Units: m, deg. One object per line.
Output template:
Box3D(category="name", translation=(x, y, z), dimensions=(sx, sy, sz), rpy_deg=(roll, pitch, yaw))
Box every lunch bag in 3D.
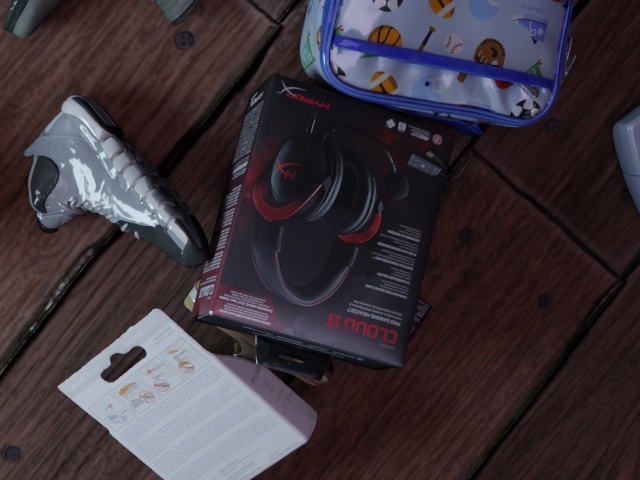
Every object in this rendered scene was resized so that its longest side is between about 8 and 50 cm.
Box3D(category="lunch bag", translation=(0.137, -0.243, 1.198), dimensions=(0.303, 0.115, 0.243), rpy_deg=(8, 96, -19))

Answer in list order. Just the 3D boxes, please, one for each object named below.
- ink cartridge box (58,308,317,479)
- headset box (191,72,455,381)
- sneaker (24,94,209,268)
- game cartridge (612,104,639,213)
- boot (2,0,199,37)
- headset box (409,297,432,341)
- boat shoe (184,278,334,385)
Box3D(category="ink cartridge box", translation=(-0.145, 0.177, 1.206), dimensions=(0.181, 0.056, 0.224), rpy_deg=(-38, 106, 28))
Box3D(category="headset box", translation=(0.000, 0.000, 1.182), dimensions=(0.218, 0.110, 0.293), rpy_deg=(18, 79, -15))
Box3D(category="sneaker", translation=(-0.228, -0.032, 1.169), dimensions=(0.132, 0.086, 0.229), rpy_deg=(-41, 81, 7))
Box3D(category="game cartridge", translation=(0.490, -0.065, 1.349), dimensions=(0.198, 0.062, 0.297), rpy_deg=(-35, 105, -1))
Box3D(category="boot", translation=(-0.202, -0.276, 1.148), dimensions=(0.161, 0.083, 0.246), rpy_deg=(39, 91, -21))
Box3D(category="headset box", translation=(0.081, 0.093, 1.293), dimensions=(0.062, 0.032, 0.083), rpy_deg=(33, 92, -15))
Box3D(category="boat shoe", translation=(-0.072, 0.109, 1.252), dimensions=(0.190, 0.068, 0.072), rpy_deg=(41, 103, -8))
